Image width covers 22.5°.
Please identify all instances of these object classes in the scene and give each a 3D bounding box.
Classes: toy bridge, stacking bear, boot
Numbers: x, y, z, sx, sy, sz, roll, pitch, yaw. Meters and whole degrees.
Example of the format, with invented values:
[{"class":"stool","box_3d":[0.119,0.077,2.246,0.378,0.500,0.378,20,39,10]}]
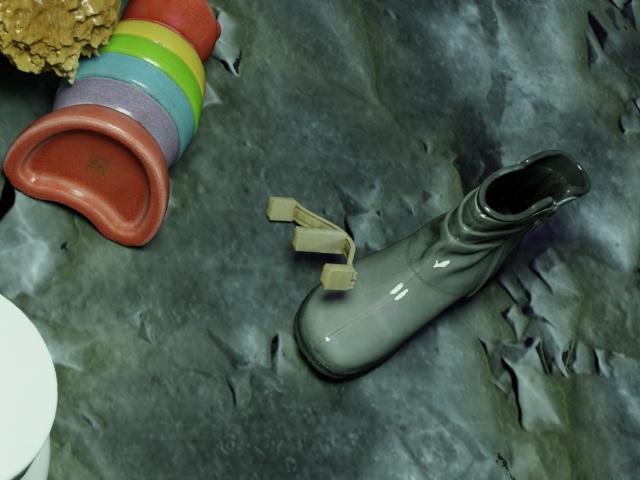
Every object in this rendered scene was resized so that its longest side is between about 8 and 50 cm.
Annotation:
[{"class":"toy bridge","box_3d":[0.000,0.000,1.755,0.063,0.026,0.188,3,25,-25]},{"class":"stacking bear","box_3d":[-0.196,-0.167,1.740,0.175,0.164,0.289,29,48,-10]},{"class":"boot","box_3d":[0.130,0.010,1.753,0.338,0.223,0.118,-34,81,-38]}]

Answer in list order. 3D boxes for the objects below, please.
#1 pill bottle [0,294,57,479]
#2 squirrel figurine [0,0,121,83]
[{"class":"pill bottle","box_3d":[-0.348,0.192,1.274,0.229,0.408,0.229,13,57,-21]},{"class":"squirrel figurine","box_3d":[-0.351,-0.343,1.580,0.397,0.281,0.370,40,58,3]}]
